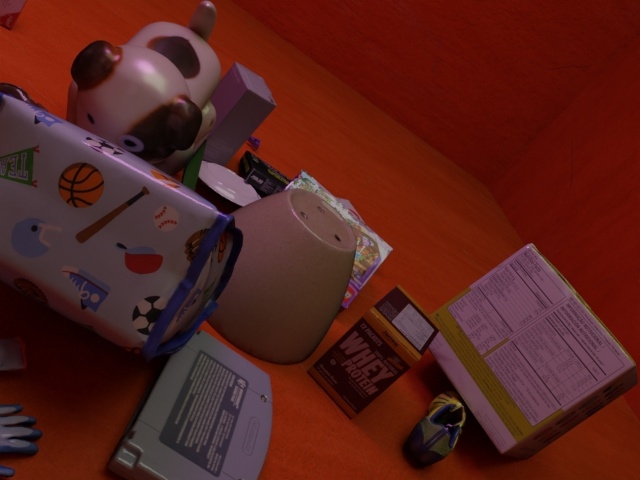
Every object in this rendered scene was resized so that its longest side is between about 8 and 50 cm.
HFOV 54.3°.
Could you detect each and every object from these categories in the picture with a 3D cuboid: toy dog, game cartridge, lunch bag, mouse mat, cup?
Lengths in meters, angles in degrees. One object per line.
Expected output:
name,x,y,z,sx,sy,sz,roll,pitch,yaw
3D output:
toy dog,-0.314,-0.259,1.182,0.284,0.395,0.408,45,14,-16
game cartridge,-0.167,0.266,0.915,0.198,0.062,0.297,41,23,-13
lunch bag,-0.292,0.002,0.886,0.328,0.238,0.385,31,-4,-1
mouse mat,-0.261,-0.094,1.220,0.007,0.189,0.152,19,27,-4
cup,-0.066,0.039,1.223,0.331,0.237,0.331,34,26,-19

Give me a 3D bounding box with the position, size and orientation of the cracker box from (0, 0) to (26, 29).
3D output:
cracker box,-0.745,-0.585,1.336,0.232,0.155,0.067,24,30,-35

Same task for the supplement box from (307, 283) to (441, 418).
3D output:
supplement box,0.112,0.217,1.247,0.129,0.191,0.194,46,23,9

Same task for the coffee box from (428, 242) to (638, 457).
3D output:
coffee box,0.490,0.270,1.465,0.338,0.334,0.338,57,11,31

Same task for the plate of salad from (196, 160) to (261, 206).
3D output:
plate of salad,-0.224,-0.126,1.493,0.200,0.048,0.200,32,15,-10

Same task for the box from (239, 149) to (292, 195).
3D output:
box,-0.121,-0.151,1.650,0.191,0.045,0.184,33,10,-22

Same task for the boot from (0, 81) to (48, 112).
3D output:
boot,-0.577,-0.243,1.172,0.106,0.037,0.114,30,31,-20

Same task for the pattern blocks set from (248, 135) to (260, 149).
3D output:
pattern blocks set,-0.308,-0.351,1.766,0.325,0.026,0.285,25,29,-34

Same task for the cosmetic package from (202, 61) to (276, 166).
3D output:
cosmetic package,-0.230,-0.304,1.546,0.107,0.238,0.127,19,32,-42

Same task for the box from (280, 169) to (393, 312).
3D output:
box,0.000,0.000,1.470,0.293,0.057,0.201,42,64,-1

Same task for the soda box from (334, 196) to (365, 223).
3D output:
soda box,0.091,-0.024,1.774,0.074,0.069,0.216,10,39,-50

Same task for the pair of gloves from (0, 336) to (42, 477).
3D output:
pair of gloves,-0.390,0.172,0.705,0.159,0.023,0.198,27,34,-59

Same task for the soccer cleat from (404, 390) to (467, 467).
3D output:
soccer cleat,0.270,0.377,1.305,0.093,0.121,0.289,48,24,13
